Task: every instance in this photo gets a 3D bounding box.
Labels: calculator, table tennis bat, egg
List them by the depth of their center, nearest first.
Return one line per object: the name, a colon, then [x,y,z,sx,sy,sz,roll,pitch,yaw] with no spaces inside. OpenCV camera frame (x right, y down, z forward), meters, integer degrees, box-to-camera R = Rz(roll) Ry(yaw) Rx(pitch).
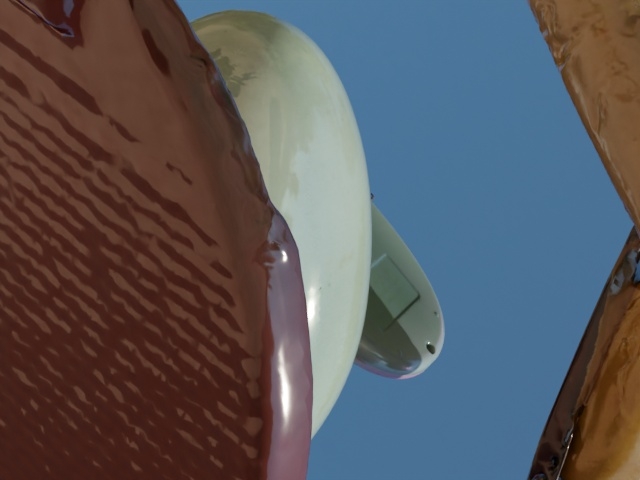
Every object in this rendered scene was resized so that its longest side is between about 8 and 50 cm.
table tennis bat: [-0.094,-0.024,0.649,0.268,0.051,0.415,37,-49,34]
egg: [-0.077,0.015,1.331,0.230,0.230,0.371,40,-52,47]
calculator: [0.000,0.000,1.691,0.041,0.299,0.185,-42,177,35]

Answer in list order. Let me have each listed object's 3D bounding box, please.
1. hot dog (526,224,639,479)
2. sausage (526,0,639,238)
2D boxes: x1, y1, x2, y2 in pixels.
hot dog: [0.267,0.143,1.607,0.107,0.194,0.326,24,-74,15]
sausage: [0.166,-0.078,0.997,0.066,0.066,0.301,-33,-118,19]
